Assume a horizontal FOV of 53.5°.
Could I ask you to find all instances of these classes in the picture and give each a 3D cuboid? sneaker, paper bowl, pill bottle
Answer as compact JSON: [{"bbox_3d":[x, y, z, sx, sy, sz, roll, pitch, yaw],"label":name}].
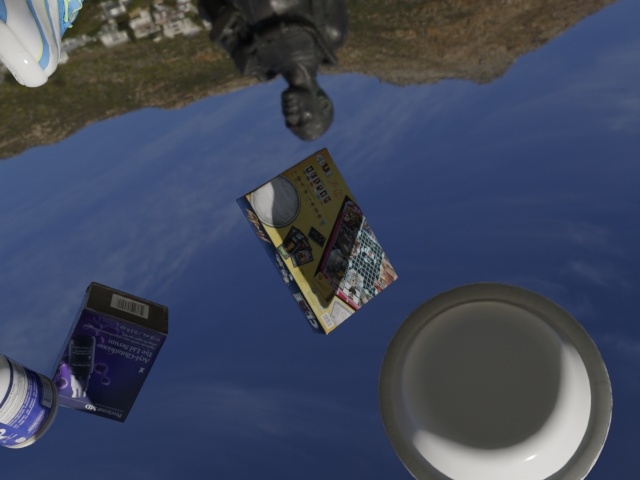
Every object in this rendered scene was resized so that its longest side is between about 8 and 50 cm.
[{"bbox_3d":[-0.218,-0.232,0.516,0.126,0.091,0.240,-23,-120,-2],"label":"sneaker"},{"bbox_3d":[0.212,0.190,0.799,0.284,0.148,0.285,-7,-116,15],"label":"paper bowl"},{"bbox_3d":[-0.459,0.210,0.871,0.111,0.187,0.112,-7,-122,12],"label":"pill bottle"}]

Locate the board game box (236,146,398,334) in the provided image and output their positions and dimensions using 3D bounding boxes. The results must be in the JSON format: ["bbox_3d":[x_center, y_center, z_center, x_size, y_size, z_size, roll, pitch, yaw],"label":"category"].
[{"bbox_3d":[0.000,0.000,0.991,0.165,0.243,0.042,-34,-170,-27],"label":"board game box"}]

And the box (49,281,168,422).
[{"bbox_3d":[-0.387,0.204,1.155,0.153,0.207,0.108,22,-164,-20],"label":"box"}]
